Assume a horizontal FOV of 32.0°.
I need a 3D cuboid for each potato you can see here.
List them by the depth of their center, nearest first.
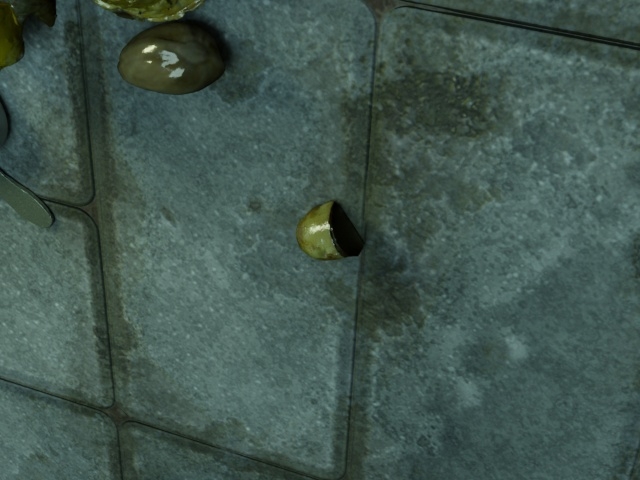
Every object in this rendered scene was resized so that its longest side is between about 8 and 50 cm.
[{"bbox_3d":[0.000,0.000,1.806,0.103,0.066,0.096,-22,107,37],"label":"potato"}]

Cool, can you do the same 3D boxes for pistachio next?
[{"bbox_3d":[-0.232,-0.275,1.706,0.185,0.126,0.108,5,81,26],"label":"pistachio"}]

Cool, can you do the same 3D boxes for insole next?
[{"bbox_3d":[-0.566,-0.090,2.044,0.192,0.010,0.063,43,128,-6],"label":"insole"}]

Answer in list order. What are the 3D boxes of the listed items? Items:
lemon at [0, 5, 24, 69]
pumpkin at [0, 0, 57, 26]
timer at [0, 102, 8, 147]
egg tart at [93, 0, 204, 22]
[{"bbox_3d":[-0.593,-0.359,1.712,0.310,0.258,0.258,35,130,-3],"label":"lemon"},{"bbox_3d":[-0.444,-0.442,1.577,0.149,0.130,0.254,-32,68,61],"label":"pumpkin"},{"bbox_3d":[-0.681,-0.246,1.941,0.237,0.087,0.262,-9,118,29],"label":"timer"},{"bbox_3d":[-0.286,-0.436,1.608,0.294,0.116,0.295,14,129,17],"label":"egg tart"}]
